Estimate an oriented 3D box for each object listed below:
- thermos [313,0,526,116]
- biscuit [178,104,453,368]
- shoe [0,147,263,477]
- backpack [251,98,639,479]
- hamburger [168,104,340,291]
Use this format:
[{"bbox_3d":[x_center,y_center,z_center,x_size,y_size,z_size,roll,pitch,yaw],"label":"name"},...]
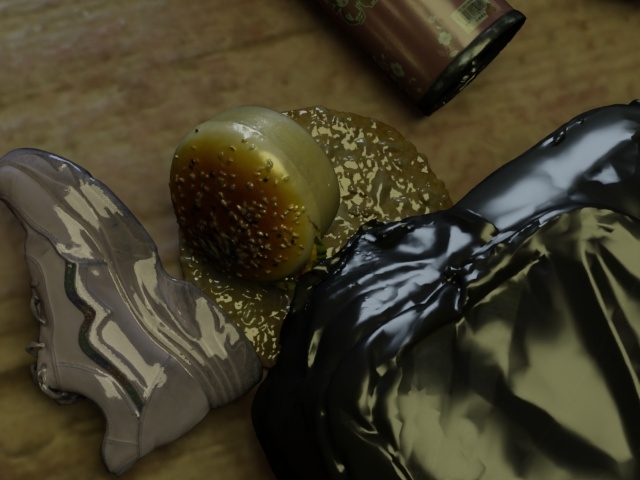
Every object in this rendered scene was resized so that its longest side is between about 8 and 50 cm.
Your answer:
[{"bbox_3d":[0.010,-0.256,1.548,0.330,0.136,0.109,46,68,5],"label":"thermos"},{"bbox_3d":[0.000,0.000,1.515,0.220,0.033,0.219,3,73,-10],"label":"biscuit"},{"bbox_3d":[-0.167,0.049,1.430,0.137,0.095,0.245,-43,88,-17],"label":"shoe"},{"bbox_3d":[0.189,0.092,1.407,0.446,0.255,0.363,-39,88,-19],"label":"backpack"},{"bbox_3d":[-0.049,-0.026,1.434,0.127,0.141,0.081,20,48,27],"label":"hamburger"}]
